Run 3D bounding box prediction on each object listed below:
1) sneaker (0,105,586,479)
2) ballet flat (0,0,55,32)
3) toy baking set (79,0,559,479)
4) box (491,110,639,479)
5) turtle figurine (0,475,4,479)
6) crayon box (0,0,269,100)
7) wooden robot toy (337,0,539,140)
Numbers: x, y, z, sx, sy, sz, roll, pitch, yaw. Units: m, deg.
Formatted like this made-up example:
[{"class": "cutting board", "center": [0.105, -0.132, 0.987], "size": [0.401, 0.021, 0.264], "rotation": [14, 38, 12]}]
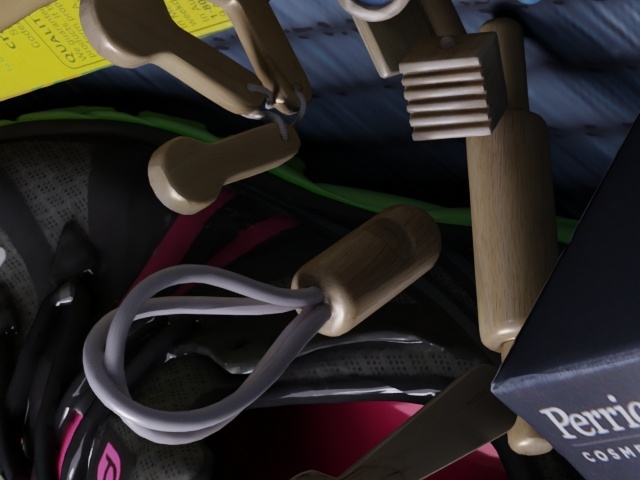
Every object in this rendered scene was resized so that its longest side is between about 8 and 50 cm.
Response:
[{"class": "sneaker", "center": [-0.059, 0.061, 0.818], "size": [0.482, 0.202, 0.185], "rotation": [5, 116, 31]}, {"class": "ballet flat", "center": [-0.055, -0.136, 0.589], "size": [0.073, 0.080, 0.232], "rotation": [21, 114, -32]}, {"class": "toy baking set", "center": [0.005, 0.000, 0.646], "size": [0.196, 0.256, 0.030], "rotation": [9, 157, -36]}, {"class": "box", "center": [0.263, 0.050, 0.566], "size": [0.294, 0.183, 0.296], "rotation": [45, 147, -17]}, {"class": "turtle figurine", "center": [-0.101, 0.183, 1.066], "size": [0.266, 0.198, 0.275], "rotation": [32, 153, 4]}, {"class": "crayon box", "center": [-0.165, -0.150, 0.764], "size": [0.318, 0.081, 0.202], "rotation": [-9, 130, 48]}, {"class": "wooden robot toy", "center": [0.030, -0.105, 0.599], "size": [0.076, 0.079, 0.173], "rotation": [12, 119, 13]}]
